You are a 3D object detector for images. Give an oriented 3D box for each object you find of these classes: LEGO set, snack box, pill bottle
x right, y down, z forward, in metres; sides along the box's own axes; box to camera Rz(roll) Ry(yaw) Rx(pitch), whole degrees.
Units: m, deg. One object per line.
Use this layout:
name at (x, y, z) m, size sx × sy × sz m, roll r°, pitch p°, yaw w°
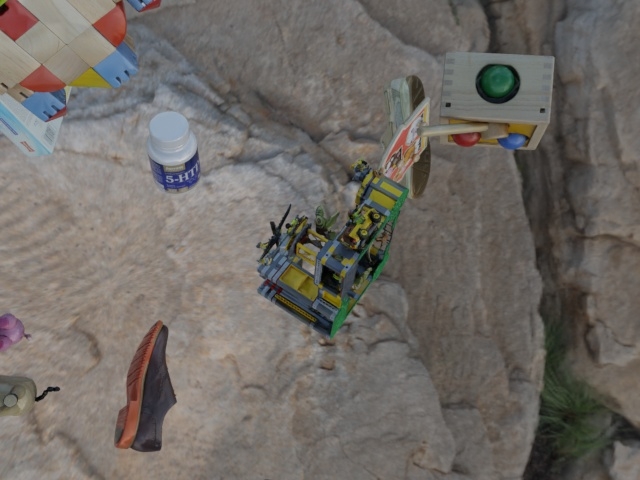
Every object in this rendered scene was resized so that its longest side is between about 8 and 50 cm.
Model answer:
LEGO set at (0.000, 0.000, 1.175) m, size 0.192 × 0.331 × 0.255 m, roll 31°, pitch 71°, yaw 13°
snack box at (-0.545, -0.343, 1.302) m, size 0.060 × 0.187 × 0.322 m, roll -5°, pitch 60°, yaw 14°
pill bottle at (-0.328, -0.195, 1.535) m, size 0.112 × 0.187 × 0.112 m, roll 2°, pitch 59°, yaw -3°

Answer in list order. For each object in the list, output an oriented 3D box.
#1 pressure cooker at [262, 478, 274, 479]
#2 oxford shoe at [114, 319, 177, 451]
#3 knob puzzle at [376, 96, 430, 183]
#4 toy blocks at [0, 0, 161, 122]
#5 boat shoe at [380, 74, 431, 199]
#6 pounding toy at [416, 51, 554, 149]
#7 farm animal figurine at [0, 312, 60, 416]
pressure cooker at (-0.147, 0.719, 1.294) m, size 0.420 × 0.375 × 0.370 m, roll -41°, pitch 90°, yaw -1°
oxford shoe at (-0.344, 0.298, 1.416) m, size 0.098 × 0.097 × 0.271 m, roll 22°, pitch 60°, yaw -24°
knob puzzle at (0.169, -0.169, 1.394) m, size 0.030 × 0.213 × 0.213 m, roll 33°, pitch 75°, yaw 19°
toy blocks at (-0.377, -0.316, 0.991) m, size 0.381 × 0.191 × 0.261 m, roll -33°, pitch 137°, yaw 13°
boat shoe at (0.205, -0.251, 1.704) m, size 0.109 × 0.098 × 0.302 m, roll -5°, pitch 92°, yaw -56°
pounding toy at (0.174, -0.138, 0.737) m, size 0.130 × 0.141 × 0.100 m, roll 5°, pitch 84°, yaw 10°
farm animal figurine at (-0.596, 0.146, 1.038) m, size 0.326 × 0.172 × 0.330 m, roll -22°, pitch 90°, yaw -5°
